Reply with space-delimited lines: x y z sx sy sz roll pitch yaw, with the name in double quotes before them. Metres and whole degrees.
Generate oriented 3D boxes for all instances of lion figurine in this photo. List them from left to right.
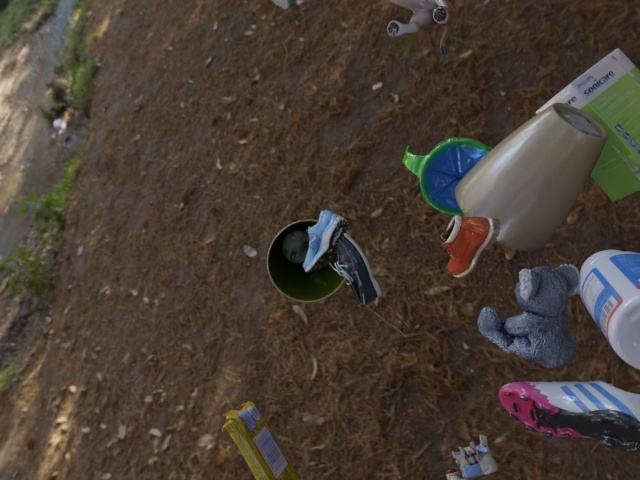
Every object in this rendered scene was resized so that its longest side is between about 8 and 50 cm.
"lion figurine" 0.188 -0.577 0.942 0.392 0.240 0.142 48 138 0

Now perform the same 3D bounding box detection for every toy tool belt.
"toy tool belt" 0.228 0.338 0.650 0.083 0.052 0.051 -11 63 -8

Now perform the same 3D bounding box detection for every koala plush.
"koala plush" 0.523 0.160 0.995 0.203 0.196 0.222 -130 44 -64

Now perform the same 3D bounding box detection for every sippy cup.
"sippy cup" 0.431 -0.225 1.330 0.240 0.305 0.224 -36 12 23

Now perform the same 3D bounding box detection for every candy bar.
"candy bar" -0.026 0.199 0.327 0.018 0.040 0.162 -36 83 25

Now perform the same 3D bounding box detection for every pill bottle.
"pill bottle" 0.470 0.088 0.627 0.124 0.221 0.125 6 109 17

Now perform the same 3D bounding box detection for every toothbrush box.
"toothbrush box" 0.695 -0.272 0.983 0.206 0.122 0.283 -36 85 -20

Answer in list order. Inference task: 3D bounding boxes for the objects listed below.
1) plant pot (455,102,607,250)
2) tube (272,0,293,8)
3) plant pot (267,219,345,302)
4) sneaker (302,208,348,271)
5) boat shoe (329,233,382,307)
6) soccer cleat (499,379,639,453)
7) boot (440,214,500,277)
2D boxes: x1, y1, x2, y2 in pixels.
"plant pot" 0.496 -0.160 0.958 0.257 0.256 0.274 66 147 34
"tube" -0.032 -0.581 0.866 0.052 0.080 0.207 25 81 52
"plant pot" -0.060 0.048 1.500 0.275 0.274 0.293 -55 12 1
"sneaker" 0.000 0.000 0.917 0.073 0.063 0.162 45 123 27
"boat shoe" 0.087 0.081 1.161 0.079 0.255 0.095 -37 34 -11
"soccer cleat" 0.571 0.369 0.934 0.331 0.143 0.116 -12 102 59
"boot" 0.255 0.010 0.773 0.084 0.158 0.059 9 50 -2
